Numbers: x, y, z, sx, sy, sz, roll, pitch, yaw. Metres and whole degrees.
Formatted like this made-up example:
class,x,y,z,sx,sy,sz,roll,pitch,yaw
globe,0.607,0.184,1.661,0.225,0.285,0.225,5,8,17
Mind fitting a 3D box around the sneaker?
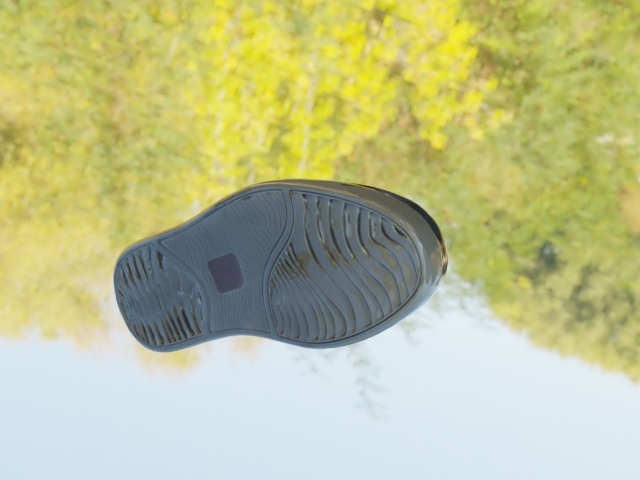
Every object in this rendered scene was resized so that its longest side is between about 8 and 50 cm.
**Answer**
class,x,y,z,sx,sy,sz,roll,pitch,yaw
sneaker,0.000,0.000,0.713,0.118,0.083,0.222,-22,-170,-42
